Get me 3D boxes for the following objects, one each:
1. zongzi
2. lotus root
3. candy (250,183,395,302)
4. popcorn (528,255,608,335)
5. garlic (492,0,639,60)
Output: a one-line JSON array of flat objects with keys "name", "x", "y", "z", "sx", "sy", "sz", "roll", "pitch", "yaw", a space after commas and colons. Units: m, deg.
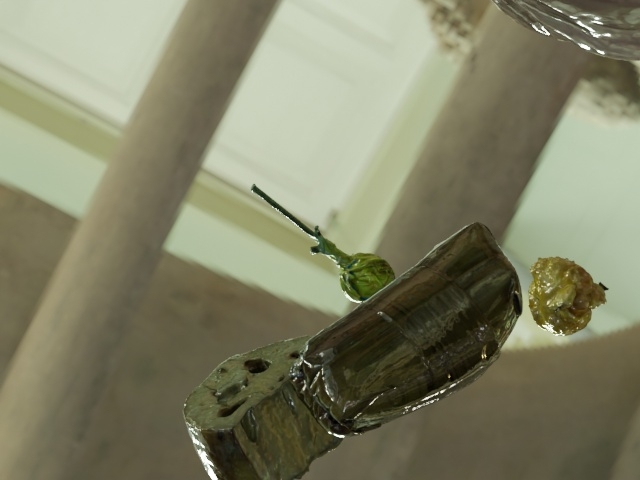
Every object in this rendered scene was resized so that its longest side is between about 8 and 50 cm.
[{"name": "zongzi", "x": 0.098, "y": 0.147, "z": 1.855, "sx": 0.138, "sy": 0.286, "sz": 0.300, "roll": 50, "pitch": 162, "yaw": 19}, {"name": "lotus root", "x": -0.064, "y": 0.208, "z": 1.935, "sx": 0.138, "sy": 0.119, "sz": 0.235, "roll": 8, "pitch": -151, "yaw": 41}, {"name": "candy", "x": -0.001, "y": 0.002, "z": 2.372, "sx": 0.262, "sy": 0.077, "sz": 0.073, "roll": 39, "pitch": 176, "yaw": -15}, {"name": "popcorn", "x": 0.257, "y": 0.054, "z": 1.653, "sx": 0.084, "sy": 0.084, "sz": 0.084, "roll": 29, "pitch": -168, "yaw": -6}, {"name": "garlic", "x": 0.202, "y": -0.289, "z": 1.187, "sx": 0.259, "sy": 0.317, "sz": 0.317, "roll": -4, "pitch": -159, "yaw": -12}]
